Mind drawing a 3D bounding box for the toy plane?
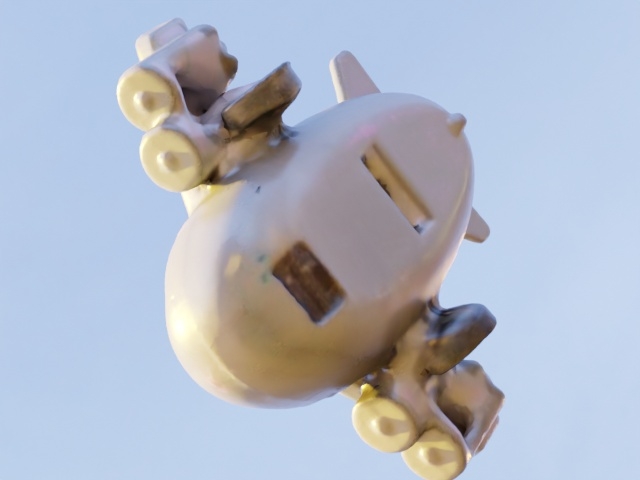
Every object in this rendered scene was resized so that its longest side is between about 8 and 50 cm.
[{"bbox_3d":[0.004,-0.003,0.737,0.267,0.266,0.123,22,-47,-41],"label":"toy plane"}]
